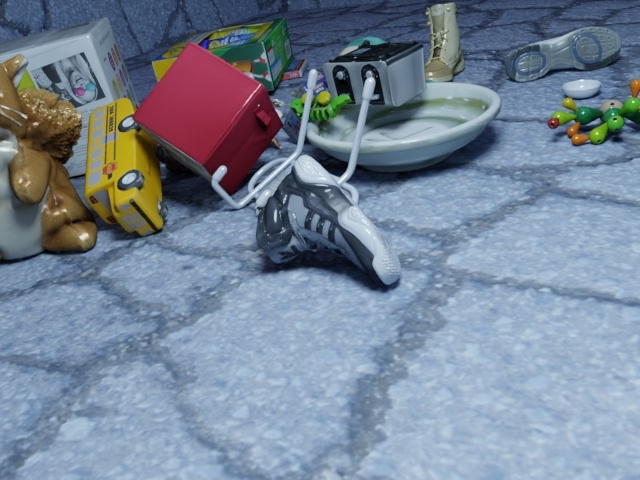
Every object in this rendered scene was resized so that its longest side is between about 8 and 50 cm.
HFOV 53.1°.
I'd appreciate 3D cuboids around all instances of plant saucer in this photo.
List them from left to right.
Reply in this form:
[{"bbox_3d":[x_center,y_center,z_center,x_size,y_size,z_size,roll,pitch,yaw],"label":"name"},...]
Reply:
[{"bbox_3d":[0.171,-0.227,1.331,0.400,0.100,0.400,-9,27,5],"label":"plant saucer"}]

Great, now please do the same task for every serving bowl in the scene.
[{"bbox_3d":[0.598,-0.344,1.467,0.083,0.027,0.083,-9,27,4],"label":"serving bowl"}]

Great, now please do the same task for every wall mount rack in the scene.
[{"bbox_3d":[-0.034,-0.159,1.170,0.304,0.130,0.350,-46,35,-9],"label":"wall mount rack"}]

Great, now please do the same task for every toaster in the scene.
[{"bbox_3d":[0.124,-0.361,1.380,0.168,0.110,0.186,11,35,37],"label":"toaster"}]

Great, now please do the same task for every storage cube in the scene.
[{"bbox_3d":[-0.220,-0.239,1.282,0.215,0.183,0.193,33,83,16],"label":"storage cube"}]

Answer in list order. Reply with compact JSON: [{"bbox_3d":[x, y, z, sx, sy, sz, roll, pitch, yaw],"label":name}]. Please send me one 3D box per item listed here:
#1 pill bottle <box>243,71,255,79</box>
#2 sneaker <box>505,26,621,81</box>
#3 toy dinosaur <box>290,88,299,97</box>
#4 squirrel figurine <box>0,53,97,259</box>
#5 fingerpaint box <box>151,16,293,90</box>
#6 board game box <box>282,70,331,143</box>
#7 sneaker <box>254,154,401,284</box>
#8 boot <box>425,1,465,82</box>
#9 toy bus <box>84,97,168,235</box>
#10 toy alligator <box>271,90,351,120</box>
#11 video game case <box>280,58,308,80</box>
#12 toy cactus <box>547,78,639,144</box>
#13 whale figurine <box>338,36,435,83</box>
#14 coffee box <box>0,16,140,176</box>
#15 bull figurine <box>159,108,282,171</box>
[{"bbox_3d":[-0.193,-0.324,1.595,0.094,0.169,0.094,-10,27,5],"label":"pill bottle"},{"bbox_3d":[0.627,-0.496,1.677,0.297,0.111,0.129,-7,21,7],"label":"sneaker"},{"bbox_3d":[0.016,-0.390,1.726,0.183,0.092,0.053,-14,27,-5],"label":"toy dinosaur"},{"bbox_3d":[-0.612,-0.173,1.242,0.281,0.370,0.397,-13,26,-3],"label":"squirrel figurine"},{"bbox_3d":[-0.315,-0.622,2.188,0.371,0.163,0.445,-6,28,11],"label":"fingerpaint box"},{"bbox_3d":[-0.006,-0.320,1.504,0.194,0.060,0.194,-40,-3,-38],"label":"board game box"},{"bbox_3d":[0.000,0.000,0.961,0.153,0.101,0.268,-42,55,6],"label":"sneaker"},{"bbox_3d":[0.331,-0.552,1.791,0.095,0.203,0.262,6,30,33],"label":"boot"},{"bbox_3d":[-0.395,-0.148,1.292,0.130,0.108,0.332,-21,48,6],"label":"toy bus"},{"bbox_3d":[-0.025,-0.275,1.346,0.190,0.056,0.051,2,70,27],"label":"toy alligator"},{"bbox_3d":[-0.194,-0.601,2.308,0.285,0.025,0.204,-7,27,10],"label":"video game case"},{"bbox_3d":[0.559,-0.251,1.238,0.219,0.112,0.180,-9,15,26],"label":"toy cactus"},{"bbox_3d":[0.171,-0.404,1.567,0.272,0.216,0.141,23,66,19],"label":"whale figurine"},{"bbox_3d":[-0.690,-0.369,1.706,0.338,0.334,0.337,-15,27,-2],"label":"coffee box"},{"bbox_3d":[-0.232,-0.235,1.479,0.310,0.101,0.188,-20,-11,0],"label":"bull figurine"}]
